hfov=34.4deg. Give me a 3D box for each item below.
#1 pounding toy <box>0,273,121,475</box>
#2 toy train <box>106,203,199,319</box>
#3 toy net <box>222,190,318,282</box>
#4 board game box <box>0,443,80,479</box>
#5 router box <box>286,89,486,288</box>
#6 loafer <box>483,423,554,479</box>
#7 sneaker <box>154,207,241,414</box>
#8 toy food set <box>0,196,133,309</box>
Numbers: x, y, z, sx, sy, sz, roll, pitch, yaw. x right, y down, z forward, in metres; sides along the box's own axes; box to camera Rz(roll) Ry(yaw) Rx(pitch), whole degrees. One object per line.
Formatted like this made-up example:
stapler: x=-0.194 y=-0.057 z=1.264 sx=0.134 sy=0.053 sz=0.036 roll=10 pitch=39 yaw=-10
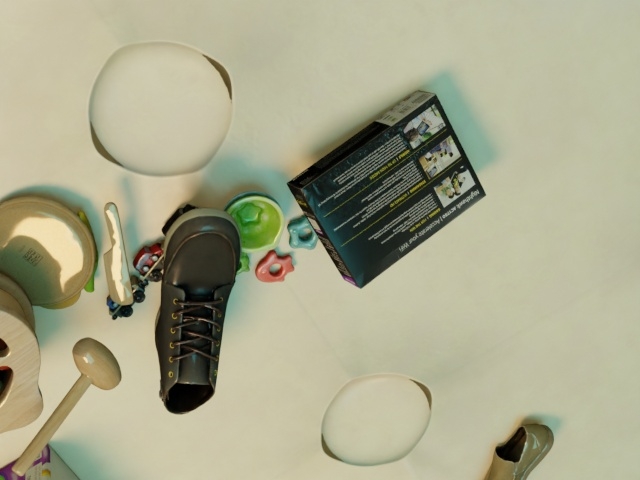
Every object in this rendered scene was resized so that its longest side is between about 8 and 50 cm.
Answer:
pounding toy: x=-0.343 y=0.137 z=1.006 sx=0.269 sy=0.155 sz=0.154 roll=-23 pitch=123 yaw=-7
toy train: x=-0.181 y=0.023 z=1.107 sx=0.036 sy=0.027 sz=0.158 roll=35 pitch=104 yaw=-25
toy net: x=0.000 y=0.000 z=1.134 sx=0.232 sy=0.045 sz=0.122 roll=1 pitch=117 yaw=-16
board game box: x=-0.390 y=0.383 z=1.176 sx=0.275 sy=0.144 sz=0.142 roll=-30 pitch=121 yaw=1
router box: x=0.072 y=-0.054 z=1.092 sx=0.179 sy=0.046 sz=0.133 roll=-35 pitch=114 yaw=-12
loafer: x=0.246 y=0.298 z=1.362 sx=0.050 sy=0.056 sz=0.148 roll=30 pitch=96 yaw=-27
sneaker: x=-0.123 y=0.076 z=1.064 sx=0.083 sy=0.118 sz=0.222 roll=2 pitch=135 yaw=-15
toy food set: x=-0.294 y=0.014 z=1.070 sx=0.192 sy=0.038 sz=0.132 roll=-3 pitch=114 yaw=-2
